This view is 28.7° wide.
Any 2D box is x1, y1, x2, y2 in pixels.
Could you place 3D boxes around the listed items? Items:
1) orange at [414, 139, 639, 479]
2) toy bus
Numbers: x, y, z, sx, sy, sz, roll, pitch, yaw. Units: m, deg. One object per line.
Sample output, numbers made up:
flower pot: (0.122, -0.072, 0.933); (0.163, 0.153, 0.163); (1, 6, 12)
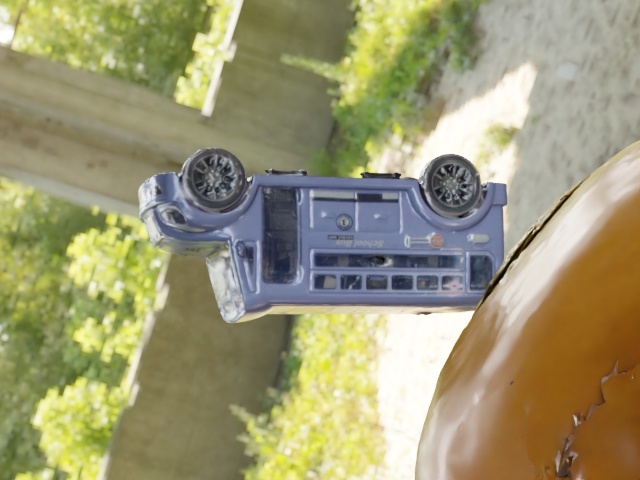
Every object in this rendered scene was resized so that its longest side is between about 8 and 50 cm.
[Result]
orange: (0.152, 0.073, 0.404); (0.246, 0.246, 0.246); (-163, 90, -82)
toy bus: (0.000, 0.000, 0.585); (0.073, 0.167, 0.076); (153, 117, -74)
